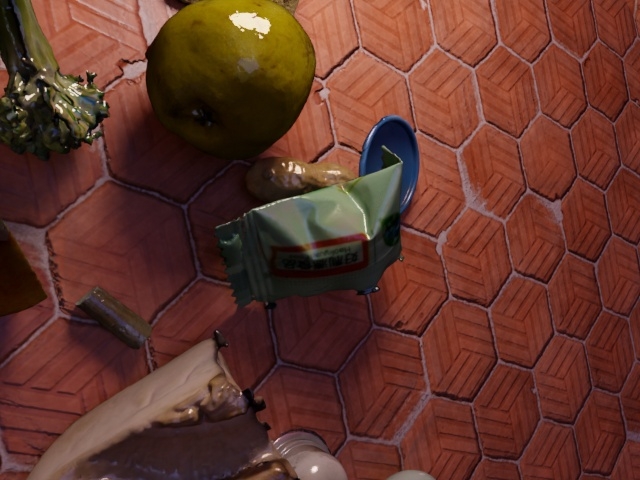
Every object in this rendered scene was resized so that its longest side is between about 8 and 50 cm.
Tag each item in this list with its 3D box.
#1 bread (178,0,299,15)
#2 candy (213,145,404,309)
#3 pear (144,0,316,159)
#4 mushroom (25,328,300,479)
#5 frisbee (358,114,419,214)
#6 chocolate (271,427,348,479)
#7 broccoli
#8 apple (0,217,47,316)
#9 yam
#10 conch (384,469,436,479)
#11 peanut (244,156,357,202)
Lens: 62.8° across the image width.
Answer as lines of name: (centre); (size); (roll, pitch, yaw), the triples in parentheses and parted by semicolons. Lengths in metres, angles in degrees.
bread: (-0.172, -0.578, 1.086); (0.263, 0.198, 0.236); (9, 115, -28)
candy: (-0.003, -0.004, 1.032); (0.398, 0.172, 0.263); (-19, 130, -15)
pear: (-0.145, -0.315, 0.972); (0.287, 0.287, 0.375); (50, 43, -17)
mushroom: (-0.266, 0.399, 0.890); (0.397, 0.224, 0.313); (-29, 110, -19)
frisbee: (0.153, -0.165, 1.208); (0.242, 0.045, 0.242); (-13, 108, -49)
chocolate: (-0.018, 0.498, 1.046); (0.221, 0.147, 0.221); (1, 88, -33)
broccoli: (-0.459, -0.247, 0.795); (0.275, 0.177, 0.198); (78, 23, -49)
apple: (-0.542, -0.028, 0.745); (0.254, 0.179, 0.346); (-20, 113, 8)
yam: (-0.363, 0.136, 0.928); (0.132, 0.054, 0.054); (44, 66, -19)
conch: (0.178, 0.613, 1.164); (0.221, 0.121, 0.185); (-35, 106, -21)
peanut: (-0.033, -0.121, 1.108); (0.263, 0.117, 0.101); (2, 108, -35)
